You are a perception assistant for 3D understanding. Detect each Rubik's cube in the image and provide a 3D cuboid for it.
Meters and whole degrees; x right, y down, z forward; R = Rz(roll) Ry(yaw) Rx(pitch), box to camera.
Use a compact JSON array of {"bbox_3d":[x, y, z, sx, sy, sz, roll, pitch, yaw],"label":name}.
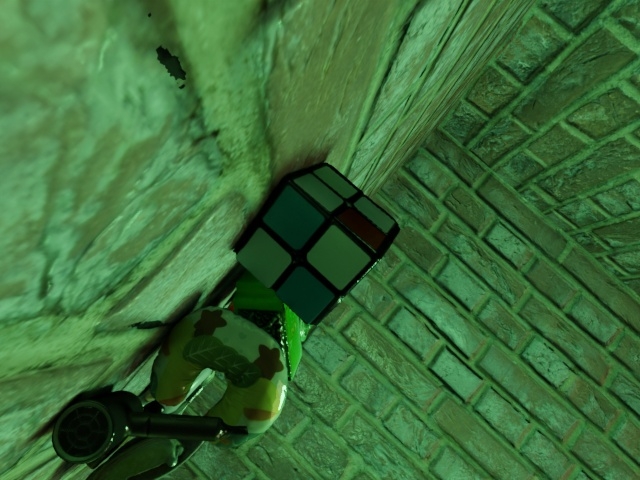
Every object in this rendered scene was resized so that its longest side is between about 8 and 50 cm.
[{"bbox_3d":[0.000,0.000,0.672,0.167,0.183,0.180,-51,173,26],"label":"Rubik's cube"}]

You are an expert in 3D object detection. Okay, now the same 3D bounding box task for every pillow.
[{"bbox_3d":[-0.166,0.225,0.693,0.214,0.233,0.086,-57,172,7],"label":"pillow"}]

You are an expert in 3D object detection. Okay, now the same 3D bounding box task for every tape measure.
[{"bbox_3d":[-0.350,0.365,1.029,0.196,0.105,0.178,-45,175,-23],"label":"tape measure"}]

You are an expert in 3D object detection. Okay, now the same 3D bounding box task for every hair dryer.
[{"bbox_3d":[-0.234,0.281,0.633,0.195,0.249,0.077,118,-20,-75],"label":"hair dryer"}]

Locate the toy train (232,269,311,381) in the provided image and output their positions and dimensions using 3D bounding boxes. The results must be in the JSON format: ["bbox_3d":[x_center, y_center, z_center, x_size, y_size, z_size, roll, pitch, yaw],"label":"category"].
[{"bbox_3d":[-0.094,0.151,0.845,0.188,0.133,0.243,-62,151,-67],"label":"toy train"}]

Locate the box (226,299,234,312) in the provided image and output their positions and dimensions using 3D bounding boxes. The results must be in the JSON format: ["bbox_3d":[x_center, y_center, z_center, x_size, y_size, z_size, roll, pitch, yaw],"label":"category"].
[{"bbox_3d":[-0.087,0.064,1.026,0.313,0.089,0.197,-50,179,26],"label":"box"}]

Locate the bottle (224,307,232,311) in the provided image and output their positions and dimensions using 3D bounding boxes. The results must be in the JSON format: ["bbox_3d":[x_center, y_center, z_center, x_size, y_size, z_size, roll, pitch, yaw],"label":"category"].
[{"bbox_3d":[-0.215,0.214,0.884,0.120,0.120,0.253,-47,170,-20],"label":"bottle"}]

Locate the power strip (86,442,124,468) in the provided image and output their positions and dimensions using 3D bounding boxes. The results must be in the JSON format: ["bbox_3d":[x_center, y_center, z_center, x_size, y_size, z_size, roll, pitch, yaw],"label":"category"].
[{"bbox_3d":[-0.502,0.486,1.028,0.064,0.044,0.305,-47,177,-8],"label":"power strip"}]

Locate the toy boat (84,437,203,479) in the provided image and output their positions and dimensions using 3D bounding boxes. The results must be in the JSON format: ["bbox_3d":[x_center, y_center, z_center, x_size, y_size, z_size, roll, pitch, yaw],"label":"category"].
[{"bbox_3d":[-0.403,0.490,0.924,0.276,0.111,0.293,-24,162,-3],"label":"toy boat"}]

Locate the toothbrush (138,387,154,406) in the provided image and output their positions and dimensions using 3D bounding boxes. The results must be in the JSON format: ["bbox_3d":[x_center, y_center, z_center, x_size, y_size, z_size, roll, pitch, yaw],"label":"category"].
[{"bbox_3d":[-0.285,0.265,0.749,0.375,0.028,0.037,-34,-179,1],"label":"toothbrush"}]
